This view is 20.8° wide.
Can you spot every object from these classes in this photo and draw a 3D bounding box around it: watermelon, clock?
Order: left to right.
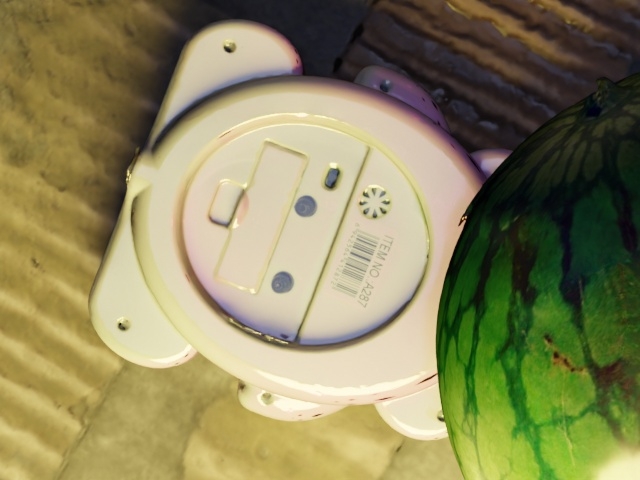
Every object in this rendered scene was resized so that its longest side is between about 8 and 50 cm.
[{"bbox_3d":[0.000,0.000,1.074,0.248,0.090,0.227,21,91,3],"label":"clock"},{"bbox_3d":[0.229,0.069,0.927,0.363,0.363,0.363,0,88,4],"label":"watermelon"}]
